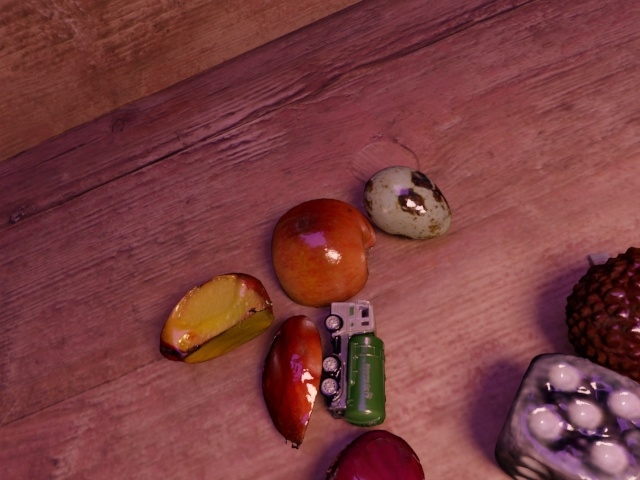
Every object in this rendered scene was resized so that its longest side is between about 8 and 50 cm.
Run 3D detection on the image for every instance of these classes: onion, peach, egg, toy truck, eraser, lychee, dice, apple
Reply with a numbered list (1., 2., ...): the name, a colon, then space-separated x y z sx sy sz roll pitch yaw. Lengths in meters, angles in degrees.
1. onion: 0.109 0.422 0.679 0.218 0.140 0.195 33 48 24
2. peach: -0.237 0.182 0.990 0.267 0.154 0.159 -34 57 3
3. peach: -0.074 0.271 0.857 0.189 0.068 0.279 -51 29 29
4. egg: 0.210 -0.086 1.039 0.231 0.169 0.169 36 70 24
5. toy truck: 0.069 0.245 0.864 0.125 0.101 0.242 -5 53 11
6. eraser: 0.586 0.062 0.876 0.038 0.019 0.083 -13 49 11
7. lychee: 0.541 0.141 0.688 0.264 0.300 0.264 18 37 -14
8. dice: 0.384 0.295 0.649 0.181 0.182 0.183 22 61 33
9. apple: 0.000 0.000 1.048 0.251 0.163 0.293 -8 52 16
